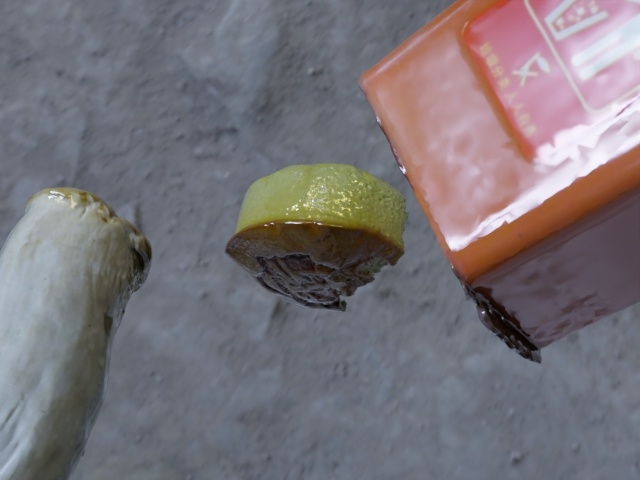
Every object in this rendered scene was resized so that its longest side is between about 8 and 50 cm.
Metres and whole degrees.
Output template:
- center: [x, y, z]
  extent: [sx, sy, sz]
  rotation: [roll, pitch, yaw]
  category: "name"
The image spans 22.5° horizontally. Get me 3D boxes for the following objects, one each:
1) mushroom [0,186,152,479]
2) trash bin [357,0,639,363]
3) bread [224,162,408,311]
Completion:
- center: [-0.197, 0.099, 0.986]
  extent: [0.095, 0.351, 0.123]
  rotation: [-18, 120, 30]
  category: "mushroom"
- center: [0.155, -0.063, 0.668]
  extent: [0.238, 0.184, 0.161]
  rotation: [-33, 60, 14]
  category: "trash bin"
- center: [-0.010, -0.002, 1.283]
  extent: [0.125, 0.086, 0.156]
  rotation: [18, 153, -15]
  category: "bread"
